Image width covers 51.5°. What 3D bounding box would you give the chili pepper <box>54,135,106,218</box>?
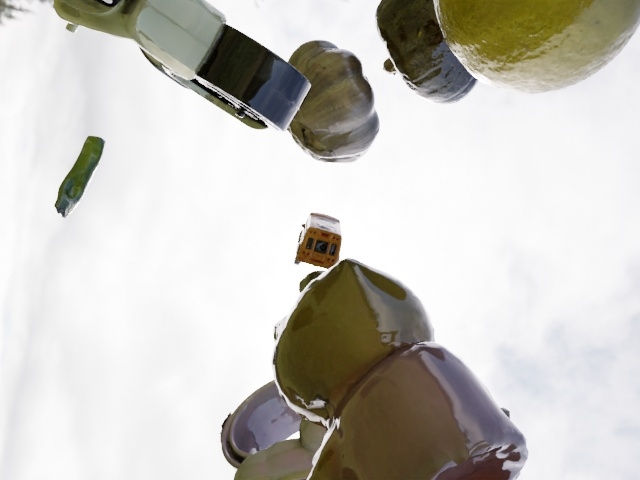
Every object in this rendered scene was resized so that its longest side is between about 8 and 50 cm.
[{"bbox_3d":[-0.476,-0.123,1.306,0.050,0.052,0.202,-9,-129,32],"label":"chili pepper"}]

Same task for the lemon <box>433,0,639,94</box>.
[{"bbox_3d":[0.266,-0.296,0.757,0.219,0.240,0.240,-8,-103,54],"label":"lemon"}]

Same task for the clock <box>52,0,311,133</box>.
[{"bbox_3d":[-0.187,-0.251,0.790,0.276,0.379,0.120,33,-89,50],"label":"clock"}]

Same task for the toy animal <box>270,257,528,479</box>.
[{"bbox_3d":[0.047,0.127,0.531,0.281,0.195,0.169,51,-36,46],"label":"toy animal"}]

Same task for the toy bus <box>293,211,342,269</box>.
[{"bbox_3d":[0.000,0.000,1.260,0.194,0.083,0.088,-92,-162,-78],"label":"toy bus"}]

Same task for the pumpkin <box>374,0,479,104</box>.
[{"bbox_3d":[0.169,-0.335,1.123,0.162,0.219,0.219,-30,-123,26],"label":"pumpkin"}]

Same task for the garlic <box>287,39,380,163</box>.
[{"bbox_3d":[0.008,-0.232,1.167,0.228,0.152,0.228,57,-15,25],"label":"garlic"}]

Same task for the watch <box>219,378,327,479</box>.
[{"bbox_3d":[-0.008,0.261,0.875,0.248,0.211,0.217,-24,-153,5],"label":"watch"}]
